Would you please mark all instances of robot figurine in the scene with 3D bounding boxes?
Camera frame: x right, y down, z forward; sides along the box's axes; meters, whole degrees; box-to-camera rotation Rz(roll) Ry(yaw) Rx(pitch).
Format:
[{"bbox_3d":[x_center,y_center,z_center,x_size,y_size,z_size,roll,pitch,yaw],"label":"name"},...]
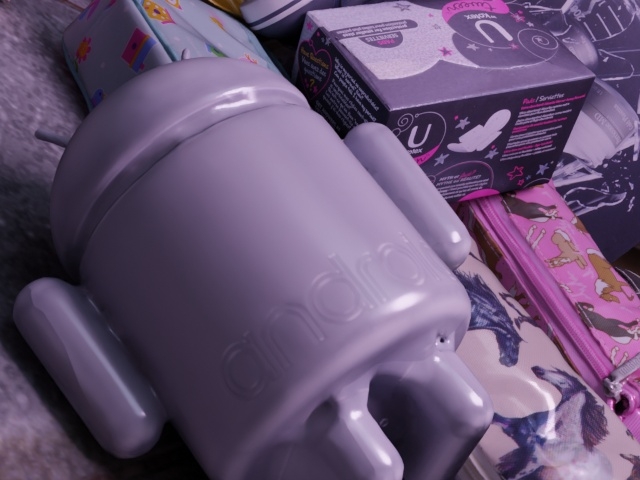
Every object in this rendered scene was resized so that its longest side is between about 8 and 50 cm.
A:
[{"bbox_3d":[-0.042,0.022,0.816,0.300,0.200,0.353,-27,66,-30],"label":"robot figurine"}]

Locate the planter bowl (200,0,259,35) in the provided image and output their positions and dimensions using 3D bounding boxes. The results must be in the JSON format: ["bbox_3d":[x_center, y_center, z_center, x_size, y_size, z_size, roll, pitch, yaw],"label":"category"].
[{"bbox_3d":[-0.148,-0.264,1.300,0.217,0.090,0.217,35,24,-18],"label":"planter bowl"}]

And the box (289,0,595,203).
[{"bbox_3d":[0.110,-0.139,1.213,0.247,0.142,0.163,-11,49,-31],"label":"box"}]

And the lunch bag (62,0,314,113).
[{"bbox_3d":[-0.090,-0.114,1.103,0.224,0.108,0.279,15,35,-48],"label":"lunch bag"}]

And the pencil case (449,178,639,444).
[{"bbox_3d":[0.247,0.069,1.268,0.160,0.167,0.386,-9,47,-23],"label":"pencil case"}]

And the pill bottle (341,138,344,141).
[{"bbox_3d":[0.000,0.000,0.987,0.086,0.152,0.086,35,24,-18],"label":"pill bottle"}]

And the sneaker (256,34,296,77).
[{"bbox_3d":[0.009,-0.206,1.432,0.281,0.105,0.115,10,39,-51],"label":"sneaker"}]

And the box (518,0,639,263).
[{"bbox_3d":[0.334,-0.185,1.545,0.343,0.312,0.179,50,8,-10],"label":"box"}]

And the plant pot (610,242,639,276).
[{"bbox_3d":[0.495,-0.077,1.788,0.323,0.323,0.280,47,7,11],"label":"plant pot"}]

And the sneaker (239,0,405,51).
[{"bbox_3d":[0.040,-0.245,1.288,0.321,0.126,0.127,-41,107,-53],"label":"sneaker"}]

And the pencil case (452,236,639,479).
[{"bbox_3d":[0.152,0.178,0.909,0.183,0.160,0.410,-2,48,-47],"label":"pencil case"}]

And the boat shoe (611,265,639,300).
[{"bbox_3d":[0.376,0.106,1.502,0.068,0.081,0.228,31,27,-35],"label":"boat shoe"}]
